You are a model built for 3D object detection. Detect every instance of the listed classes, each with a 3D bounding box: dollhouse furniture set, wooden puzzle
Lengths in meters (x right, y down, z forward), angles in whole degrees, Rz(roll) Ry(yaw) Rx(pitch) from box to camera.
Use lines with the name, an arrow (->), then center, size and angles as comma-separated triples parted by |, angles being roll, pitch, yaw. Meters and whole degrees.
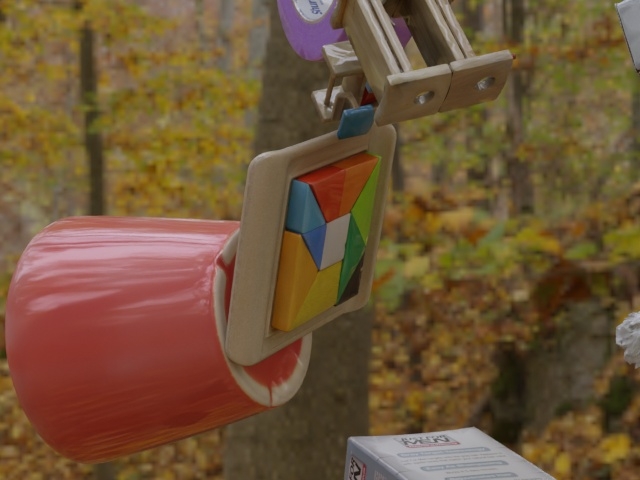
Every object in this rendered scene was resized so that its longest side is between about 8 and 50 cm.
dollhouse furniture set -> 0.085, -0.157, 1.391 | 0.129, 0.129, 0.184 | -14, -28, -18
wooden puzzle -> 0.000, 0.000, 1.457 | 0.044, 0.221, 0.238 | 20, 22, 29

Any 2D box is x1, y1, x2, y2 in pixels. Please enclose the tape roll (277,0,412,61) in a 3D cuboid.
tape roll -> 0.035, -0.342, 1.663 | 0.090, 0.275, 0.275 | 1, -4, -22

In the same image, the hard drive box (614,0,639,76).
hard drive box -> 0.441, -0.212, 1.441 | 0.232, 0.089, 0.181 | -24, -31, 23

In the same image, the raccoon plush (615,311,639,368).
raccoon plush -> 0.559, -0.006, 1.656 | 0.446, 0.299, 0.216 | -13, 22, -2

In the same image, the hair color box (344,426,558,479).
hair color box -> 0.189, 0.330, 1.643 | 0.185, 0.114, 0.374 | 0, 13, -26

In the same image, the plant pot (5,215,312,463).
plant pot -> -0.159, 0.092, 1.542 | 0.243, 0.275, 0.275 | -10, -7, 29
